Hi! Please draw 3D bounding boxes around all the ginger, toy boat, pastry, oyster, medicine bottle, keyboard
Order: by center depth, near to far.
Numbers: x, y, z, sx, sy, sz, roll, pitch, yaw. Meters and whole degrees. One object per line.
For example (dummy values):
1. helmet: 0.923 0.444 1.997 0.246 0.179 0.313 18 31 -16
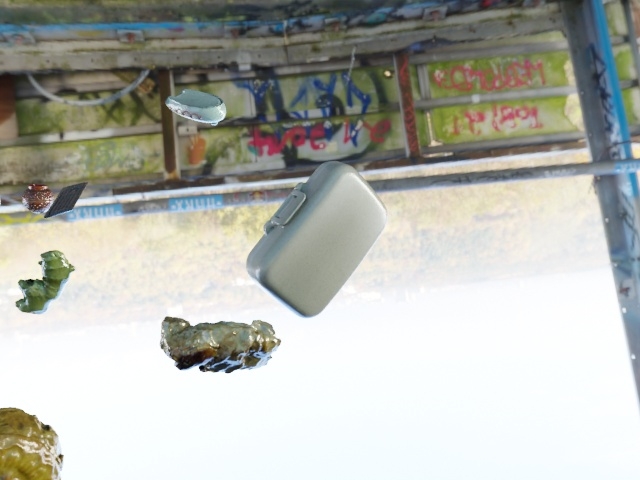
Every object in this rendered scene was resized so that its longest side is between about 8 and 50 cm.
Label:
1. pastry: -0.562 0.413 0.898 0.132 0.240 0.235 18 151 47
2. oyster: -0.203 0.215 1.033 0.233 0.107 0.161 18 125 -17
3. keyboard: -0.604 -0.099 1.250 0.067 0.011 0.202 -17 -153 -6
4. medicine bottle: 0.000 0.000 1.321 0.282 0.375 0.123 45 169 -34
5. toy boat: -0.408 -0.440 1.749 0.208 0.078 0.134 19 -143 17
6. ginger: -0.955 0.149 1.812 0.290 0.137 0.089 -43 -160 19

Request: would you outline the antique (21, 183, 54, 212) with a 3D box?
1. antique: -0.966 -0.141 1.797 0.104 0.104 0.104 -6 172 -1
